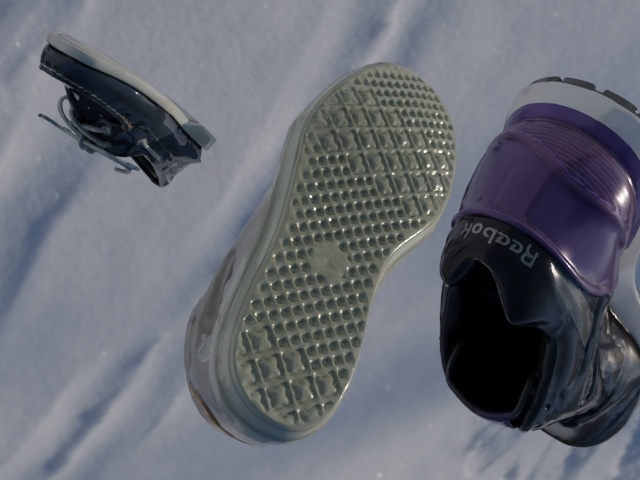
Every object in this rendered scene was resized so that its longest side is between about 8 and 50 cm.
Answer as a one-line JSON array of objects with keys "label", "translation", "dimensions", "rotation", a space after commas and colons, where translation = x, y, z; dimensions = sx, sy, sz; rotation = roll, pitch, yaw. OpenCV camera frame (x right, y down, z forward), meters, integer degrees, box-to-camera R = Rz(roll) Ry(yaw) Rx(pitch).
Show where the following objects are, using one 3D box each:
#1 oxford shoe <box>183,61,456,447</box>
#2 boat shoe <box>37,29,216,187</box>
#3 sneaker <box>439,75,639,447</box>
[{"label": "oxford shoe", "translation": [0.000, 0.000, 1.063], "dimensions": [0.130, 0.169, 0.449], "rotation": [-38, -160, 49]}, {"label": "boat shoe", "translation": [-0.169, -0.104, 0.989], "dimensions": [0.079, 0.095, 0.254], "rotation": [-52, 165, 1]}, {"label": "sneaker", "translation": [0.104, 0.051, 0.610], "dimensions": [0.124, 0.107, 0.283], "rotation": [-52, 148, -24]}]
